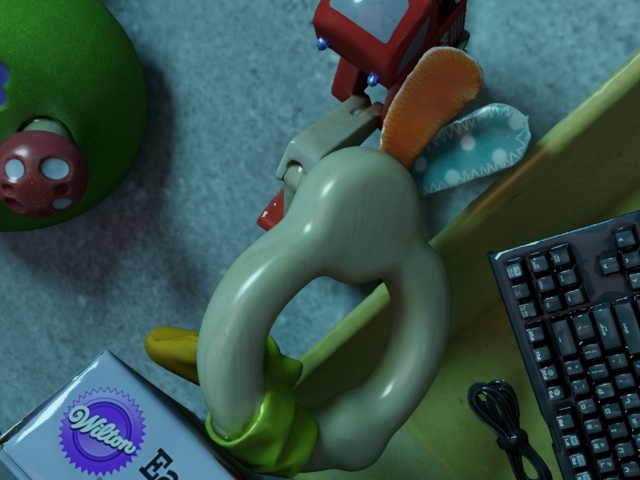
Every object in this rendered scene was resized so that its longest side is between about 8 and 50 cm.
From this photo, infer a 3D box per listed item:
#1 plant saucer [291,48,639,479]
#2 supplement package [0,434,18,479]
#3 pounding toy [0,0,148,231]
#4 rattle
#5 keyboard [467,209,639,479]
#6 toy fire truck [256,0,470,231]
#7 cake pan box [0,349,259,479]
[{"bbox_3d":[0.184,0.107,0.450,0.332,0.081,0.333,49,115,6],"label":"plant saucer"},{"bbox_3d":[-0.344,0.282,0.626,0.293,0.177,0.175,-28,88,8],"label":"supplement package"},{"bbox_3d":[-0.203,-0.079,0.499,0.183,0.110,0.237,-23,125,9],"label":"pounding toy"},{"bbox_3d":[0.000,0.000,0.438,0.130,0.143,0.199,11,101,-17],"label":"rattle"},{"bbox_3d":[0.125,0.085,0.415,0.108,0.023,0.180,-17,93,26],"label":"keyboard"},{"bbox_3d":[0.016,-0.061,0.454,0.047,0.192,0.135,37,85,12],"label":"toy fire truck"},{"bbox_3d":[-0.022,0.180,0.462,0.070,0.267,0.246,-43,76,-11],"label":"cake pan box"}]
